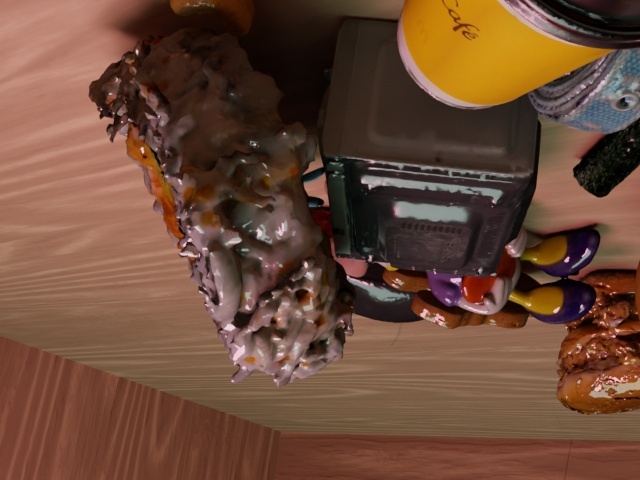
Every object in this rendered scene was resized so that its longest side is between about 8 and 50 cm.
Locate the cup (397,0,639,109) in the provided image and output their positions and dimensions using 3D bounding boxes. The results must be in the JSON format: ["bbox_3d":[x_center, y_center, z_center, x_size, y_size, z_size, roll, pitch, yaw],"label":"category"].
[{"bbox_3d":[0.161,-0.204,0.688,0.196,0.196,0.279,13,167,-12],"label":"cup"}]

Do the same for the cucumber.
[{"bbox_3d":[0.354,-0.108,1.034,0.058,0.052,0.215,-8,162,-13],"label":"cucumber"}]

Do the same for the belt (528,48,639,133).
[{"bbox_3d":[0.254,-0.168,0.796,0.082,0.148,0.163,11,-172,-16],"label":"belt"}]

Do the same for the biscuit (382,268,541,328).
[{"bbox_3d":[0.239,0.084,1.434,0.295,0.186,0.044,5,120,-30],"label":"biscuit"}]

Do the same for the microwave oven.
[{"bbox_3d":[0.118,-0.082,1.013,0.237,0.181,0.295,7,159,6],"label":"microwave oven"}]

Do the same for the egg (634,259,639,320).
[{"bbox_3d":[0.559,0.083,1.130,0.351,0.283,0.282,27,155,-16],"label":"egg"}]

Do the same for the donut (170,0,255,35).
[{"bbox_3d":[-0.105,-0.233,0.907,0.067,0.038,0.083,-5,154,25],"label":"donut"}]

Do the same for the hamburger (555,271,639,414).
[{"bbox_3d":[0.505,0.178,1.523,0.245,0.211,0.260,16,154,-35],"label":"hamburger"}]

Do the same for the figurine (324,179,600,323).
[{"bbox_3d":[0.199,0.019,1.305,0.420,0.154,0.193,13,179,-26],"label":"figurine"}]

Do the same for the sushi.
[{"bbox_3d":[-0.090,-0.042,0.962,0.175,0.418,0.417,-28,159,-6],"label":"sushi"}]

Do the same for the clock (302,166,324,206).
[{"bbox_3d":[-0.067,-0.078,1.206,0.147,0.108,0.045,8,154,-8],"label":"clock"}]

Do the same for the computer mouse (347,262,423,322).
[{"bbox_3d":[0.108,0.087,1.579,0.269,0.100,0.170,8,157,1],"label":"computer mouse"}]

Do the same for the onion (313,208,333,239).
[{"bbox_3d":[0.000,0.000,1.411,0.107,0.097,0.107,5,129,6],"label":"onion"}]
